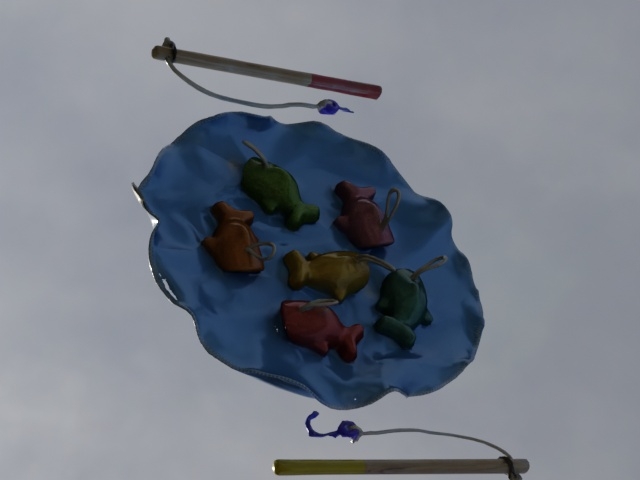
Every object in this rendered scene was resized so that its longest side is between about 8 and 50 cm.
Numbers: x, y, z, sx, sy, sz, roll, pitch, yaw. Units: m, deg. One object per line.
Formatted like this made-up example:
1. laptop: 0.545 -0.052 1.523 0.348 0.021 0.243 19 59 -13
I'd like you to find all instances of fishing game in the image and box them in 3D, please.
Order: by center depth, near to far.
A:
1. fishing game: 0.000 0.000 0.911 0.041 0.189 0.264 -56 -143 41
